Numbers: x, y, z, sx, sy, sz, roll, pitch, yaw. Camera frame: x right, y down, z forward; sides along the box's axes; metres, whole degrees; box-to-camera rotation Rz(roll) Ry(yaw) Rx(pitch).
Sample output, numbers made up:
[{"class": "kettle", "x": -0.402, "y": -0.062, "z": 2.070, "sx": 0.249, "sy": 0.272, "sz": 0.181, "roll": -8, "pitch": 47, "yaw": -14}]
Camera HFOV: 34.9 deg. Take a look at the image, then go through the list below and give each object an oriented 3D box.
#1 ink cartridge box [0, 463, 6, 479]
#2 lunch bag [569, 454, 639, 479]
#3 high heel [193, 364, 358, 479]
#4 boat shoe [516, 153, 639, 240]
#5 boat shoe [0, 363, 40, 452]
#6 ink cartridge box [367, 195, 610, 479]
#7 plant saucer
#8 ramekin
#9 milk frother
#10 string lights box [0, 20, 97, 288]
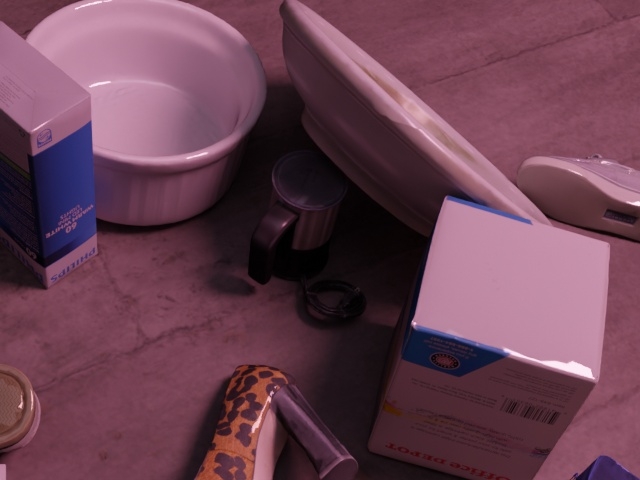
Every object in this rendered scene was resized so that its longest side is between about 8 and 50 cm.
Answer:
[{"class": "ink cartridge box", "x": -0.349, "y": 0.251, "z": 0.892, "sx": 0.135, "sy": 0.056, "sz": 0.099, "roll": 5, "pitch": 46, "yaw": -23}, {"class": "lunch bag", "x": 0.287, "y": 0.269, "z": 1.016, "sx": 0.098, "sy": 0.065, "sz": 0.067, "roll": 37, "pitch": 35, "yaw": 14}, {"class": "high heel", "x": -0.114, "y": 0.229, "z": 0.982, "sx": 0.261, "sy": 0.093, "sz": 0.186, "roll": -30, "pitch": 41, "yaw": -15}, {"class": "boat shoe", "x": 0.354, "y": -0.063, "z": 1.279, "sx": 0.228, "sy": 0.079, "sz": 0.081, "roll": 19, "pitch": 45, "yaw": -4}, {"class": "boat shoe", "x": -0.415, "y": 0.161, "z": 0.940, "sx": 0.302, "sy": 0.103, "sz": 0.113, "roll": 8, "pitch": 65, "yaw": -6}, {"class": "ink cartridge box", "x": 0.160, "y": 0.109, "z": 1.007, "sx": 0.171, "sy": 0.232, "sz": 0.168, "roll": 16, "pitch": 50, "yaw": 2}, {"class": "plant saucer", "x": 0.087, "y": -0.107, "z": 1.148, "sx": 0.100, "sy": 0.400, "sz": 0.400, "roll": -48, "pitch": 67, "yaw": 12}, {"class": "ramekin", "x": -0.209, "y": -0.147, "z": 1.182, "sx": 0.277, "sy": 0.135, "sz": 0.277, "roll": 8, "pitch": 49, "yaw": -9}, {"class": "milk frother", "x": 0.000, "y": 0.000, "z": 1.120, "sx": 0.143, "sy": 0.134, "sz": 0.129, "roll": 20, "pitch": 53, "yaw": 4}, {"class": "string lights box", "x": -0.302, "y": -0.079, "z": 1.041, "sx": 0.133, "sy": 0.259, "sz": 0.077, "roll": 39, "pitch": 58, "yaw": 17}]
